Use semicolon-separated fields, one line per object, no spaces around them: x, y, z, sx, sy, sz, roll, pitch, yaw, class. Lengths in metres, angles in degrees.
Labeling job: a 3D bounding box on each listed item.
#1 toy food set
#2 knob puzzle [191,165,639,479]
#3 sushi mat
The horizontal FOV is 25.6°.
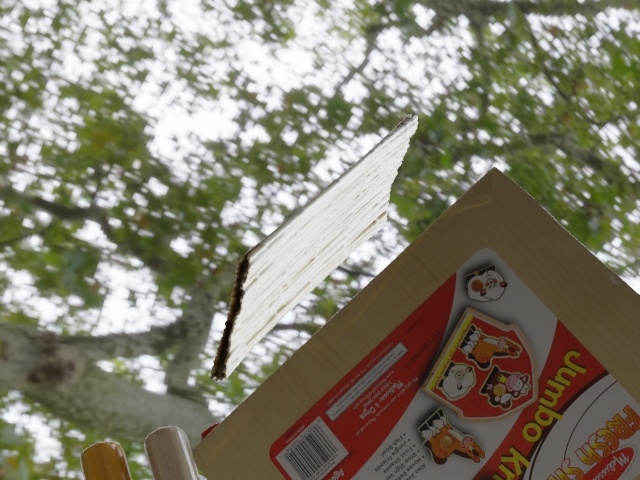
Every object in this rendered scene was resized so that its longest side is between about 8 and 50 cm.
-0.103;0.242;1.279;0.111;0.232;0.104;-34;-126;17;toy food set
0.070;0.096;0.530;0.213;0.030;0.213;-6;-108;20;knob puzzle
0.000;0.000;1.341;0.019;0.316;0.151;28;-50;17;sushi mat
